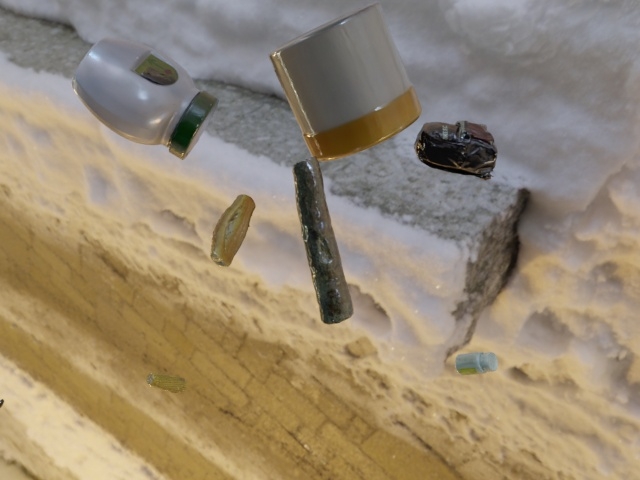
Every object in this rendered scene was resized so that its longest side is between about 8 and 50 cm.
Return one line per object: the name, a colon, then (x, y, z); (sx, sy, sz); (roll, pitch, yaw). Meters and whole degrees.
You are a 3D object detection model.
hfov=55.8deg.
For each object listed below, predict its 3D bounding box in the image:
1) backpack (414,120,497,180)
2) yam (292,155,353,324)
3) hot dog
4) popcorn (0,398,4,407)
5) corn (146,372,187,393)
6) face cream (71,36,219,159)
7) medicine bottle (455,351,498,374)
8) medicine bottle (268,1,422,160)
backpack: (0.279, -0.195, 1.240); (0.165, 0.120, 0.106); (13, 120, -9)
yam: (0.000, 0.000, 0.997); (0.061, 0.061, 0.274); (-10, 94, 47)
hot dog: (-0.124, -0.018, 0.838); (0.028, 0.137, 0.044); (-24, 124, 34)
popcorn: (-0.729, 0.384, 1.145); (0.297, 0.281, 0.316); (-27, 94, 43)
corn: (-0.255, 0.239, 1.014); (0.028, 0.027, 0.083); (-23, 147, 27)
face cream: (-0.495, -0.409, 1.727); (0.356, 0.313, 0.219); (31, 133, -11)
medicine bottle: (0.337, 0.266, 1.308); (0.083, 0.047, 0.047); (-17, 108, 44)
medicine bottle: (0.049, -0.307, 1.175); (0.237, 0.238, 0.232); (-5, 116, 46)
